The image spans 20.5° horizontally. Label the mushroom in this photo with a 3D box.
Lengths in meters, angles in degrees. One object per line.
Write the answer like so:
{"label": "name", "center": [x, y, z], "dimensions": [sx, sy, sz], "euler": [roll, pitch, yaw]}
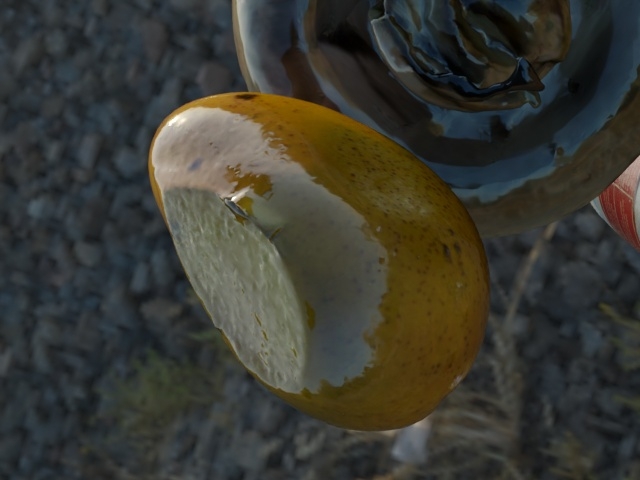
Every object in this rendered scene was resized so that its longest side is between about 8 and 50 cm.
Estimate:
{"label": "mushroom", "center": [0.112, -0.177, 1.337], "dimensions": [0.362, 0.362, 0.294], "euler": [-63, 4, 9]}

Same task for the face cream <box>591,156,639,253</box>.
{"label": "face cream", "center": [0.394, -0.065, 1.833], "dimensions": [0.201, 0.201, 0.187], "euler": [-61, 21, 11]}

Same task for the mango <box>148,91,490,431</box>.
{"label": "mango", "center": [0.000, 0.000, 1.184], "dimensions": [0.290, 0.191, 0.160], "euler": [45, 132, 28]}
